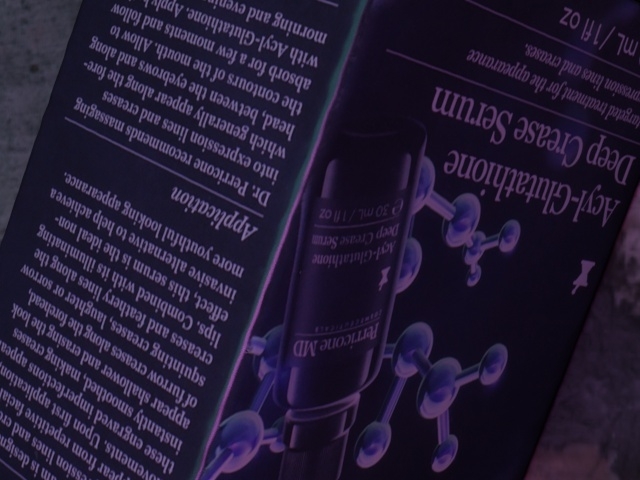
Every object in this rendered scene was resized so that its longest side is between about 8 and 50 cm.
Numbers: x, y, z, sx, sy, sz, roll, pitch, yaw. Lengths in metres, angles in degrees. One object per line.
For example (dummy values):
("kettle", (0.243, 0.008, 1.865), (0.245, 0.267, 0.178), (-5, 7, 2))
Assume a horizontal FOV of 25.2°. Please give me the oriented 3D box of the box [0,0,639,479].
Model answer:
("box", (0.000, 0.000, 0.840), (0.212, 0.294, 0.395), (27, 101, 40))
